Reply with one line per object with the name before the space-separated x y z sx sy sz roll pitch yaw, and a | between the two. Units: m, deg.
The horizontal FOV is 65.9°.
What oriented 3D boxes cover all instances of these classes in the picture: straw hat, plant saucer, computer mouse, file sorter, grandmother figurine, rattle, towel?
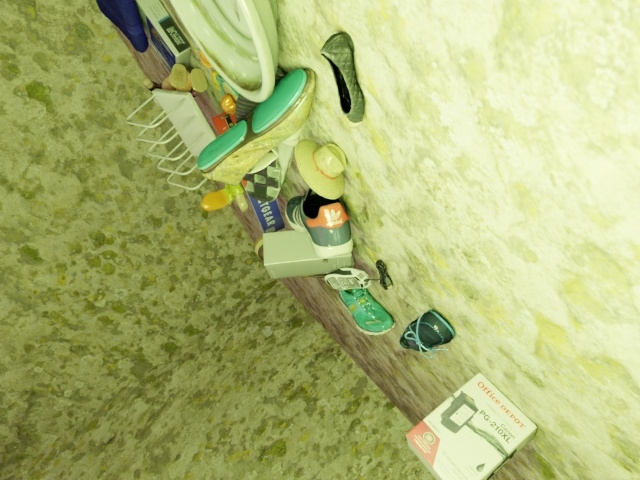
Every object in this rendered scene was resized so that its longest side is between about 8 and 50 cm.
straw hat | 0.018 -0.162 1.009 0.061 0.144 0.144 -33 95 39
plant saucer | -0.174 -0.439 0.851 0.400 0.100 0.400 50 167 16
computer mouse | 0.100 0.095 1.334 0.193 0.042 0.106 -4 138 31
file sorter | -0.479 -0.333 1.645 0.193 0.173 0.278 17 147 36
grandmother figurine | -0.518 -0.529 1.730 0.207 0.104 0.342 14 175 -29
rattle | -0.310 -0.137 1.602 0.130 0.143 0.199 52 174 -25
towel | -0.623 -0.745 1.508 0.228 0.076 0.308 47 167 1

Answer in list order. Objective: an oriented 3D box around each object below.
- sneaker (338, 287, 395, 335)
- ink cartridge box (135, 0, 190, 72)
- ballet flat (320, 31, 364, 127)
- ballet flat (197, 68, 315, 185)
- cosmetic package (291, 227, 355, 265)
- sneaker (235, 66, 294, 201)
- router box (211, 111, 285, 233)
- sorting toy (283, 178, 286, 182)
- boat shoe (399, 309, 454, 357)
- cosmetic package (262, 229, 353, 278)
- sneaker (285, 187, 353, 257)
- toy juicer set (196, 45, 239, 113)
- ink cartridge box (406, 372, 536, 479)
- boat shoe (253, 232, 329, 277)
sneaker | 0.133 0.207 1.594 0.275 0.107 0.110 40 154 47
ink cartridge box | -0.542 -0.706 1.623 0.304 0.072 0.307 54 171 -13
ballet flat | 0.032 -0.240 0.762 0.057 0.049 0.173 46 167 34
ballet flat | -0.109 -0.213 0.994 0.348 0.123 0.123 -29 101 35
cosmetic package | 0.000 0.000 1.536 0.231 0.085 0.117 48 169 34
sneaker | -0.112 -0.257 1.119 0.122 0.146 0.330 20 136 7
router box | -0.234 -0.217 1.654 0.335 0.082 0.301 79 165 -65
sorting toy | -0.151 -0.202 1.629 0.061 0.042 0.102 59 167 -26
boat shoe | 0.258 0.243 1.216 0.109 0.089 0.258 50 168 16
cosmetic package | -0.035 0.034 1.367 0.127 0.238 0.107 75 -174 -67
sneaker | -0.009 -0.088 1.264 0.350 0.131 0.148 -136 34 -60
toy juicer set | -0.235 -0.379 1.314 0.209 0.089 0.329 37 161 54
ink cartridge box | 0.342 0.448 1.129 0.172 0.237 0.100 45 163 36
boat shoe | -0.062 0.078 1.619 0.342 0.123 0.123 25 -160 -43
